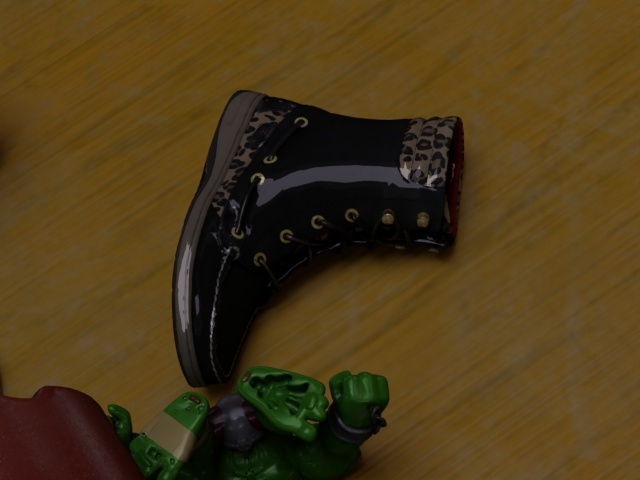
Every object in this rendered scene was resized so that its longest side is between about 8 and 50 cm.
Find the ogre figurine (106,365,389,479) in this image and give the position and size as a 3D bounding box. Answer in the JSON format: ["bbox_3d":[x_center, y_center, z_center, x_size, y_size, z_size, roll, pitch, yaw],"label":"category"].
[{"bbox_3d":[-0.048,0.132,1.187,0.197,0.118,0.097,-28,60,-2],"label":"ogre figurine"}]

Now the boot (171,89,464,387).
[{"bbox_3d":[0.000,-0.002,1.280,0.178,0.085,0.236,4,59,15],"label":"boot"}]

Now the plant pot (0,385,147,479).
[{"bbox_3d":[-0.160,0.244,1.026,0.272,0.272,0.265,-28,66,-4],"label":"plant pot"}]
